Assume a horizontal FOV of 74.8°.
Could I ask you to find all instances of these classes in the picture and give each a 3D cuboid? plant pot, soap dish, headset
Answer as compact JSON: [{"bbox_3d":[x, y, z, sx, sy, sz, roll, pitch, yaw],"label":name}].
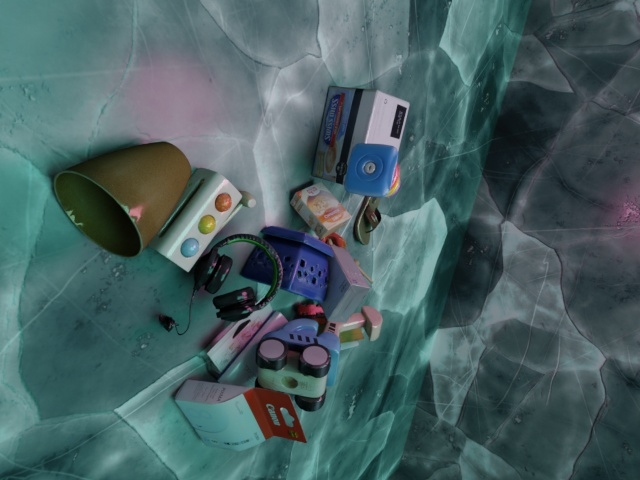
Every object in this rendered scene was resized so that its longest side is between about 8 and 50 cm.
[{"bbox_3d":[-0.438,-0.127,1.002,0.254,0.237,0.237,-57,145,-42],"label":"plant pot"},{"bbox_3d":[0.021,0.403,1.824,0.291,0.229,0.118,9,82,-53],"label":"soap dish"},{"bbox_3d":[-0.305,0.148,1.291,0.394,0.185,0.243,-37,96,-25],"label":"headset"},{"bbox_3d":[-0.102,0.079,1.501,0.236,0.236,0.212,27,78,-53],"label":"plant pot"}]

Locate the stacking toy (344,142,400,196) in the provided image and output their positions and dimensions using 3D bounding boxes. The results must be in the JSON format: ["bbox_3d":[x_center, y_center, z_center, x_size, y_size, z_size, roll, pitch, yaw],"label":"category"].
[{"bbox_3d":[0.216,-0.208,1.466,0.302,0.166,0.175,22,80,-65],"label":"stacking toy"}]

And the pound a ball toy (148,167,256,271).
[{"bbox_3d":[-0.321,-0.056,1.228,0.319,0.136,0.208,-57,142,-15],"label":"pound a ball toy"}]

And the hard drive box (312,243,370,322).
[{"bbox_3d":[0.063,0.158,1.554,0.089,0.232,0.181,14,121,-32],"label":"hard drive box"}]

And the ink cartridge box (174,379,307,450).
[{"bbox_3d":[-0.263,0.618,1.428,0.091,0.385,0.308,-66,152,-48],"label":"ink cartridge box"}]

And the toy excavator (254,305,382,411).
[{"bbox_3d":[0.004,0.373,1.531,0.445,0.433,0.222,-73,170,-58],"label":"toy excavator"}]

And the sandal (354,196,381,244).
[{"bbox_3d":[0.240,-0.122,1.947,0.120,0.086,0.302,7,101,-53],"label":"sandal"}]

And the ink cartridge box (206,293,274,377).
[{"bbox_3d":[-0.279,0.366,1.544,0.296,0.066,0.261,-45,137,-29],"label":"ink cartridge box"}]

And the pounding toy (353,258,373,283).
[{"bbox_3d":[0.142,0.188,1.893,0.094,0.181,0.206,-39,134,-34],"label":"pounding toy"}]

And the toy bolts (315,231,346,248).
[{"bbox_3d":[0.000,0.000,1.693,0.219,0.158,0.228,-11,146,-6],"label":"toy bolts"}]

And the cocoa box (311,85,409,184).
[{"bbox_3d":[0.149,-0.379,1.586,0.232,0.228,0.346,-2,109,-49],"label":"cocoa box"}]

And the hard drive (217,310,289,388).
[{"bbox_3d":[-0.206,0.447,1.551,0.318,0.040,0.210,-49,125,-25],"label":"hard drive"}]

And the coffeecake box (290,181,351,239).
[{"bbox_3d":[0.001,-0.115,1.566,0.142,0.185,0.068,-31,165,-40],"label":"coffeecake box"}]

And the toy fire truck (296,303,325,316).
[{"bbox_3d":[-0.019,0.305,1.819,0.192,0.135,0.047,3,76,-17],"label":"toy fire truck"}]
